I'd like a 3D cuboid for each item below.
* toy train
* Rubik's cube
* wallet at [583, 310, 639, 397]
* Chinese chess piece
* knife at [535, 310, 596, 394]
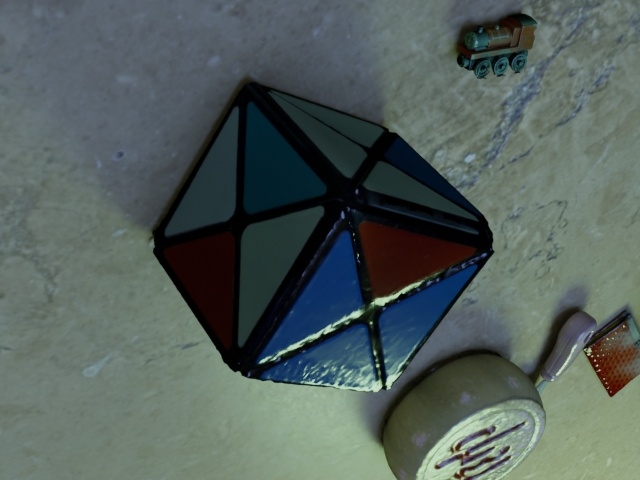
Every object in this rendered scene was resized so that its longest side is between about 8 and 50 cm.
[{"bbox_3d":[0.211,-0.234,1.330,0.103,0.044,0.064,-14,131,-27],"label":"toy train"},{"bbox_3d":[0.000,0.000,1.247,0.246,0.250,0.248,14,116,-42],"label":"Rubik's cube"},{"bbox_3d":[0.529,0.204,1.964,0.103,0.020,0.196,-38,139,1],"label":"wallet"},{"bbox_3d":[0.231,0.304,1.785,0.270,0.112,0.270,-18,137,-18],"label":"Chinese chess piece"},{"bbox_3d":[0.374,0.257,1.879,0.081,0.043,0.336,-23,143,-49],"label":"knife"}]
